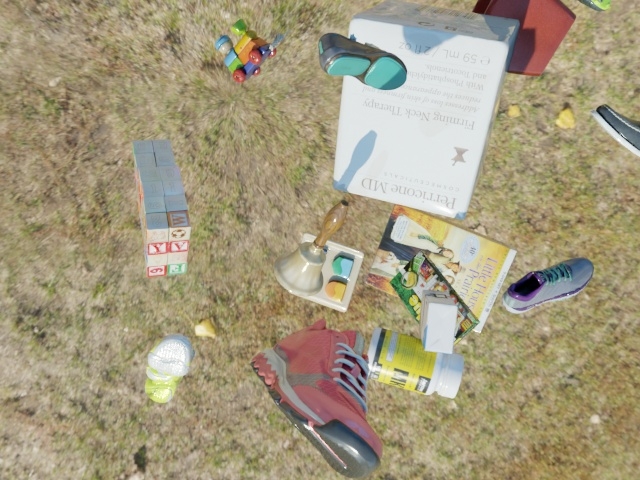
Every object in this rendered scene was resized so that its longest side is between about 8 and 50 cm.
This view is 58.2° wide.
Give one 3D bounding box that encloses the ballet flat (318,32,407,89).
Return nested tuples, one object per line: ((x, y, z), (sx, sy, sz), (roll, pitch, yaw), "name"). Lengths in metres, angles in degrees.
((0.068, -0.296, 0.935), (0.203, 0.074, 0.074), (-5, 108, -47), "ballet flat")

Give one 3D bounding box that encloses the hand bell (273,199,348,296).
((0.000, 0.000, 1.252), (0.126, 0.126, 0.242), (22, 130, -13), "hand bell")

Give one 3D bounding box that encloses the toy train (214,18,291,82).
((-0.199, -0.587, 1.675), (0.143, 0.105, 0.248), (49, 131, -6), "toy train")

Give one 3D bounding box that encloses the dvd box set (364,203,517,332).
((0.392, 0.086, 1.914), (0.420, 0.062, 0.308), (24, 106, 13), "dvd box set")

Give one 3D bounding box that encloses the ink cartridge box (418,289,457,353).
((0.253, 0.171, 1.263), (0.060, 0.180, 0.104), (5, 96, 4), "ink cartridge box")

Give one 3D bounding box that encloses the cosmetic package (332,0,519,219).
((0.246, -0.320, 1.351), (0.329, 0.327, 0.394), (15, 122, 15), "cosmetic package")

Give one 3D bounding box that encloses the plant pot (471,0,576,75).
((0.561, -0.618, 1.640), (0.235, 0.267, 0.267), (24, 123, -2), "plant pot")

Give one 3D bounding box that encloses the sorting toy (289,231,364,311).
((0.013, 0.099, 1.725), (0.192, 0.038, 0.209), (19, 108, 9), "sorting toy")

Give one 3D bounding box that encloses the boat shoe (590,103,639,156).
((0.738, -0.219, 1.276), (0.302, 0.114, 0.091), (34, 120, -10), "boat shoe")

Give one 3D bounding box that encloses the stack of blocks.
((-0.359, -0.091, 1.282), (0.087, 0.297, 0.171), (-5, 144, -20), "stack of blocks")

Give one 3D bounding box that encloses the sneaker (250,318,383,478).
((0.008, 0.164, 0.706), (0.136, 0.314, 0.116), (-41, 108, -11), "sneaker")

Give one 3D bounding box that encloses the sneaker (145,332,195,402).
((-0.326, 0.253, 1.279), (0.091, 0.126, 0.240), (29, 129, -6), "sneaker")

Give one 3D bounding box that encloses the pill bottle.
((0.208, 0.278, 1.298), (0.208, 0.119, 0.119), (14, 102, 8), "pill bottle")

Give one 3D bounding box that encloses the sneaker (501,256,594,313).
((0.519, 0.092, 1.291), (0.223, 0.098, 0.083), (-27, 61, -2), "sneaker")

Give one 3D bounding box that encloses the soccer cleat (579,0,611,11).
((0.530, -0.539, 1.207), (0.179, 0.072, 0.060), (45, 76, 6), "soccer cleat")

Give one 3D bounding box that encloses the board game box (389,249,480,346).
((0.299, 0.163, 1.542), (0.030, 0.260, 0.136), (15, 122, -46), "board game box")
